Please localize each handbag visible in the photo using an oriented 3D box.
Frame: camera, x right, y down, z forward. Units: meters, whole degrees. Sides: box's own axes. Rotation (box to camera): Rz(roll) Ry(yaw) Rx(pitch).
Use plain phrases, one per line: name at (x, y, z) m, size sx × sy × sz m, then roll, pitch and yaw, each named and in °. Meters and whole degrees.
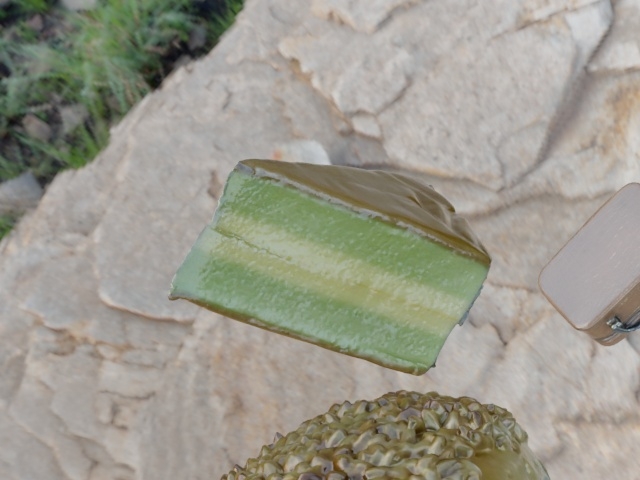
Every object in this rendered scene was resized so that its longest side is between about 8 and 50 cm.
handbag at (0.384, 0.035, 1.533) m, size 0.193 × 0.072 × 0.151 m, roll -48°, pitch 38°, yaw 15°

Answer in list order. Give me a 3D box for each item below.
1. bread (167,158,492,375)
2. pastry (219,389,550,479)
bread at (-0.004, -0.001, 0.549) m, size 0.074 × 0.139 × 0.084 m, roll -62°, pitch 30°, yaw 17°
pastry at (0.034, 0.282, 1.078) m, size 0.409 × 0.409 × 0.245 m, roll -25°, pitch 95°, yaw 12°
